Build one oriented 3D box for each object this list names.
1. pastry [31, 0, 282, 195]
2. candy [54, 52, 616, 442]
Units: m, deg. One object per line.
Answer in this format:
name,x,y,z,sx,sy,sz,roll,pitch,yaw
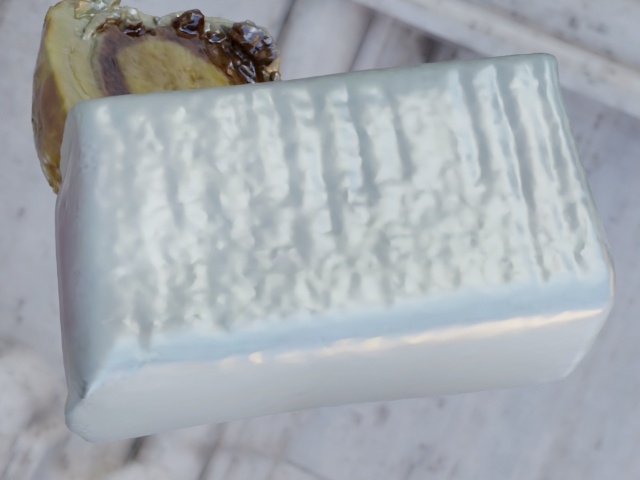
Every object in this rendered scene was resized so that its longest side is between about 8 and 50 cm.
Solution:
pastry,-0.146,-0.077,1.545,0.236,0.256,0.170,7,143,-32
candy,0.001,0.002,1.201,0.145,0.358,0.208,112,-30,-68
